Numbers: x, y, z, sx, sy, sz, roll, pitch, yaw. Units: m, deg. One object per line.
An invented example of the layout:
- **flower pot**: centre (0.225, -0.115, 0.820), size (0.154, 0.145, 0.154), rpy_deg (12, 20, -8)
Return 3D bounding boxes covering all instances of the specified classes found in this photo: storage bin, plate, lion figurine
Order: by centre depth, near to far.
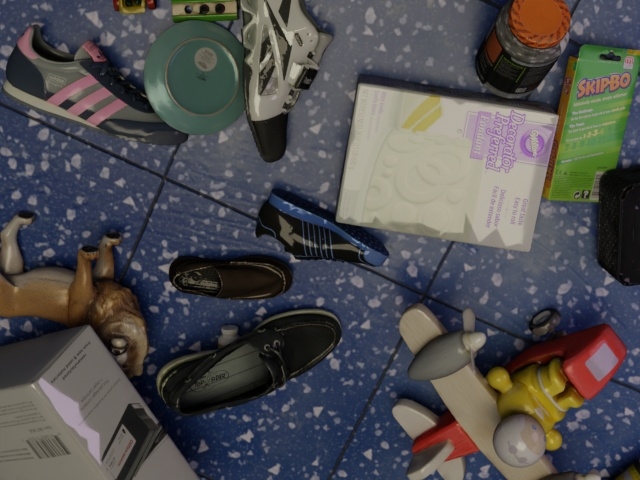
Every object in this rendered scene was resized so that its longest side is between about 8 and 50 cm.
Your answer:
- **plate**: centre (-0.195, -0.266, 1.839), size (0.188, 0.024, 0.188), rpy_deg (-2, 95, -24)
- **storage bin**: centre (0.536, -0.026, 1.874), size (0.122, 0.084, 0.180), rpy_deg (-8, 112, -10)
- **lion figurine**: centre (-0.474, 0.092, 1.962), size (0.392, 0.142, 0.240), rpy_deg (16, 115, 12)

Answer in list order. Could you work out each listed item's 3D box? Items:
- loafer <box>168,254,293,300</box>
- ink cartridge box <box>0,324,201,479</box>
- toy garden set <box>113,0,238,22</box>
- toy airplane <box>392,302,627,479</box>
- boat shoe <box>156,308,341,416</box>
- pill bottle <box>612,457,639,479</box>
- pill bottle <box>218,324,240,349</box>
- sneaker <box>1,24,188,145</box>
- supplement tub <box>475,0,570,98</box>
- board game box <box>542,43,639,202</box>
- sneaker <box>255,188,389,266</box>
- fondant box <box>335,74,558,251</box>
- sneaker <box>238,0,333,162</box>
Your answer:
- **loafer**: centre (-0.158, 0.074, 1.955), size (0.220, 0.078, 0.080), rpy_deg (-1, 107, 3)
- **ink cartridge box**: centre (-0.418, 0.362, 1.932), size (0.285, 0.166, 0.395), rpy_deg (-14, 115, 39)
- **toy garden set**: centre (-0.240, -0.472, 1.810), size (0.204, 0.049, 0.244), rpy_deg (-1, 107, 3)
- **toy airplane**: centre (0.301, 0.305, 1.904), size (0.386, 0.272, 0.384), rpy_deg (8, 107, 0)
- **boat shoe**: centre (-0.113, 0.218, 1.944), size (0.340, 0.113, 0.127), rpy_deg (-15, 110, -11)
- **pill bottle**: centre (0.548, 0.495, 2.031), size (0.119, 0.119, 0.208), rpy_deg (44, 103, -10)
- **pill bottle**: centre (-0.161, 0.194, 2.010), size (0.043, 0.043, 0.083), rpy_deg (2, 106, 2)
- **sneaker**: centre (-0.360, -0.252, 1.849), size (0.319, 0.112, 0.131), rpy_deg (18, 109, -4)
- **supplement tub**: centre (0.316, -0.307, 1.752), size (0.117, 0.190, 0.117), rpy_deg (2, 75, -6)
- **board game box**: centre (0.445, -0.191, 1.851), size (0.124, 0.039, 0.259), rpy_deg (1, 111, -23)
- **sneaker**: centre (0.000, 0.000, 1.930), size (0.232, 0.081, 0.090), rpy_deg (28, 109, 1)
- **fondant box**: centre (0.205, -0.129, 1.871), size (0.330, 0.096, 0.238), rpy_deg (9, 107, -1)
- **sneaker**: centre (-0.051, -0.286, 1.820), size (0.146, 0.122, 0.330), rpy_deg (0, 107, 5)
